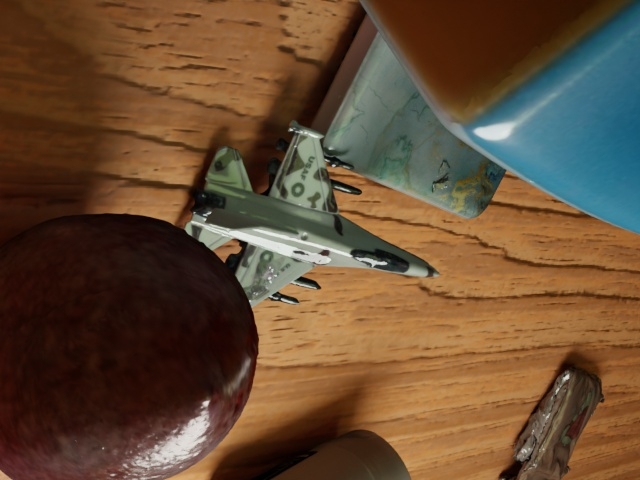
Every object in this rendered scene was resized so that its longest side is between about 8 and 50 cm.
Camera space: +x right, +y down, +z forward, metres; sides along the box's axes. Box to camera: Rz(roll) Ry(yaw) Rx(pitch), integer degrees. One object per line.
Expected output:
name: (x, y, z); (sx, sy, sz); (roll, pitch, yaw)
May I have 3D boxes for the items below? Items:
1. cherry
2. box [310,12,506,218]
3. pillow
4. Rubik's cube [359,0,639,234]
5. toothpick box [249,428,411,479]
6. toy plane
cherry: (-0.125, 0.072, 0.915); (0.192, 0.250, 0.175); (-12, 103, -27)
box: (0.095, -0.105, 1.228); (0.285, 0.044, 0.142); (17, 100, -57)
pillow: (0.263, 0.265, 1.766); (0.135, 0.049, 0.248); (19, 99, -58)
Rubik's cube: (0.209, -0.240, 0.882); (0.352, 0.347, 0.351); (-40, 150, 26)
toothpick box: (-0.010, 0.251, 1.337); (0.181, 0.111, 0.111); (-20, 133, -42)
toy plane: (-0.012, -0.007, 1.128); (0.234, 0.082, 0.160); (13, 106, -40)
